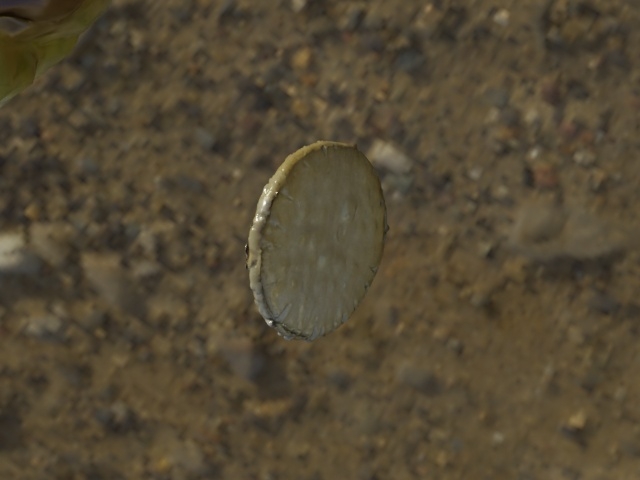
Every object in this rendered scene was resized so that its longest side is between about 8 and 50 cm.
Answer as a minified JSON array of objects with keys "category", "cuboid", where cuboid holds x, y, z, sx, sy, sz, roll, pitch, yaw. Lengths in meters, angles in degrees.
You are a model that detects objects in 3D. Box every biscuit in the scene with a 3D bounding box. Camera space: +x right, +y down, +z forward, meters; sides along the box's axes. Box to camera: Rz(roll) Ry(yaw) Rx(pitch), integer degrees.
[{"category":"biscuit","cuboid":[0.000,0.000,1.354,0.020,0.152,0.152,13,134,37]}]

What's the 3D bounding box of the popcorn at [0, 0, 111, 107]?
[{"category":"popcorn","cuboid":[-0.149,-0.119,0.497,0.218,0.189,0.169,45,165,-30]}]
